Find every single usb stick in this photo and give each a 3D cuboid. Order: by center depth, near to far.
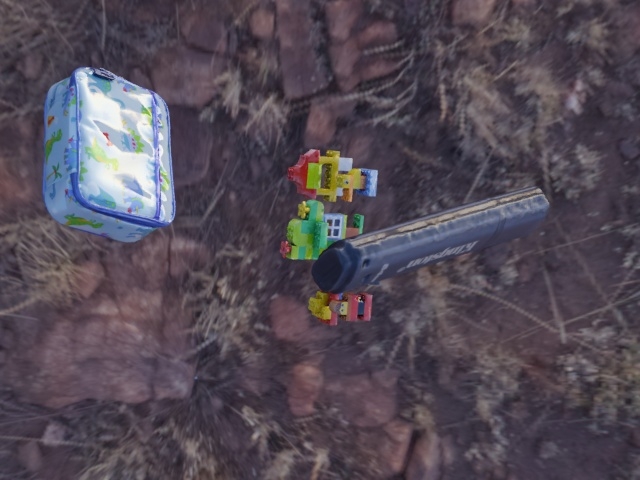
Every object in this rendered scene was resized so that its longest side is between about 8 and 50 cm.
[{"bbox_3d":[0.117,-0.003,1.134,0.278,0.077,0.045,-15,74,-34],"label":"usb stick"}]

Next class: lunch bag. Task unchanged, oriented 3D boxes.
[{"bbox_3d":[-0.280,-0.115,1.529,0.176,0.090,0.219,20,56,-44],"label":"lunch bag"}]

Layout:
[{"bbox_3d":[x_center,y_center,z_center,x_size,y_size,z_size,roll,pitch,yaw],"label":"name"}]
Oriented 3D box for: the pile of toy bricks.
[{"bbox_3d":[0.000,0.000,1.351,0.105,0.118,0.212,1,97,-28],"label":"pile of toy bricks"}]
